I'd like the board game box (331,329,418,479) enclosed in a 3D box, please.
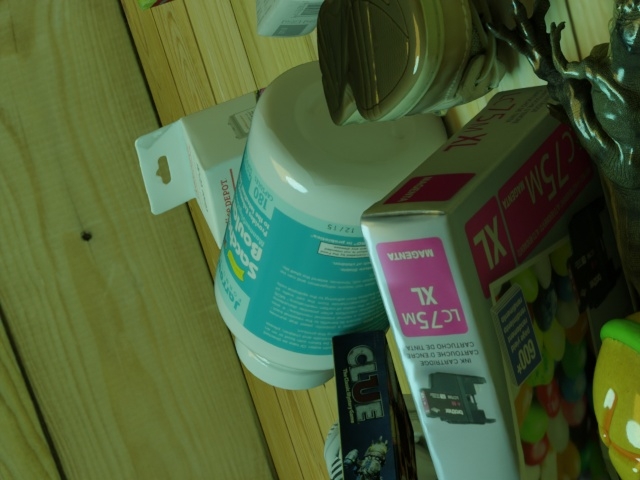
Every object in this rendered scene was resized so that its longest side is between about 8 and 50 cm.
[{"bbox_3d":[0.050,0.212,1.443,0.165,0.042,0.243,73,-170,-55],"label":"board game box"}]

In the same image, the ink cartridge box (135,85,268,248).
[{"bbox_3d":[-0.049,-0.066,1.645,0.115,0.198,0.067,81,165,-53],"label":"ink cartridge box"}]

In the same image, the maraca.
[{"bbox_3d":[0.200,0.102,0.894,0.186,0.099,0.127,44,178,3],"label":"maraca"}]

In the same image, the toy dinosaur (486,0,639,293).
[{"bbox_3d":[0.146,-0.060,0.967,0.118,0.064,0.268,51,164,43],"label":"toy dinosaur"}]

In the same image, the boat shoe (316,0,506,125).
[{"bbox_3d":[0.063,-0.125,1.195,0.302,0.098,0.109,156,107,-83],"label":"boat shoe"}]

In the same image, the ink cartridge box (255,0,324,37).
[{"bbox_3d":[-0.025,-0.287,1.557,0.181,0.056,0.224,159,109,-81],"label":"ink cartridge box"}]

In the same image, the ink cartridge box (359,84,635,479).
[{"bbox_3d":[0.125,0.088,1.083,0.186,0.065,0.311,-42,-57,-52],"label":"ink cartridge box"}]

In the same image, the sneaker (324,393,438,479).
[{"bbox_3d":[0.099,0.234,1.676,0.366,0.210,0.137,-48,-57,-61],"label":"sneaker"}]

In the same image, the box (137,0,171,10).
[{"bbox_3d":[0.021,-0.169,0.894,0.087,0.232,0.058,-179,72,-79],"label":"box"}]

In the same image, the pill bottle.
[{"bbox_3d":[0.000,0.000,1.477,0.264,0.146,0.146,106,146,-47],"label":"pill bottle"}]

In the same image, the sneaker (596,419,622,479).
[{"bbox_3d":[0.214,0.149,1.028,0.185,0.069,0.084,63,160,7],"label":"sneaker"}]
